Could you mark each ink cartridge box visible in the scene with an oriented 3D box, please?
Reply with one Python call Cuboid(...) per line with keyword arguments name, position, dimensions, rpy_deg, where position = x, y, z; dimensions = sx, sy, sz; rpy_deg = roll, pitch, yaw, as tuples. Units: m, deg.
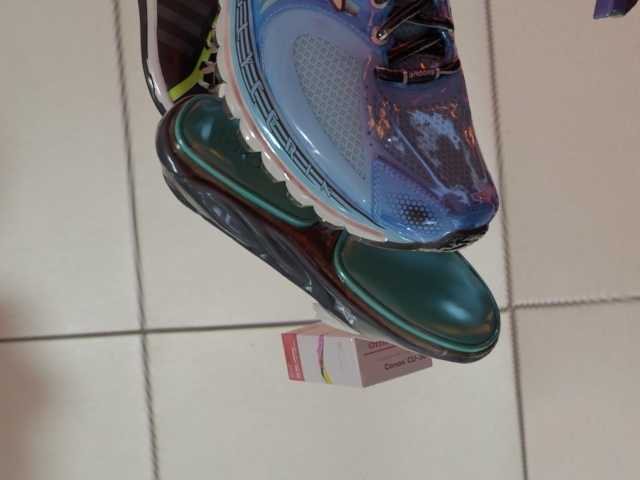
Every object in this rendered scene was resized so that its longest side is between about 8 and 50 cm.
Cuboid(name="ink cartridge box", position=(0.055, 0.135, 1.628), dimensions=(0.198, 0.115, 0.067), rpy_deg=(-3, 99, 56))

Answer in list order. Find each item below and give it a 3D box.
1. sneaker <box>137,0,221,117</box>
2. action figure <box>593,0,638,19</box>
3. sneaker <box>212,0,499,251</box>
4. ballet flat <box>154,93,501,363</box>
Cuboid(name="sneaker", position=(-0.116, -0.210, 1.258), dimensions=(0.097, 0.084, 0.235), rpy_deg=(-9, 94, 23))
Cuboid(name="action figure", position=(0.356, -0.396, 1.587), dimensions=(0.178, 0.330, 0.341), rpy_deg=(5, 73, 49))
Cuboid(name="sneaker", position=(0.009, -0.074, 0.342), dimensions=(0.073, 0.063, 0.162), rpy_deg=(-29, 79, 44))
Cuboid(name="ballet flat", position=(0.000, 0.000, 0.680), dimensions=(0.203, 0.074, 0.074), rpy_deg=(35, 100, -4))
